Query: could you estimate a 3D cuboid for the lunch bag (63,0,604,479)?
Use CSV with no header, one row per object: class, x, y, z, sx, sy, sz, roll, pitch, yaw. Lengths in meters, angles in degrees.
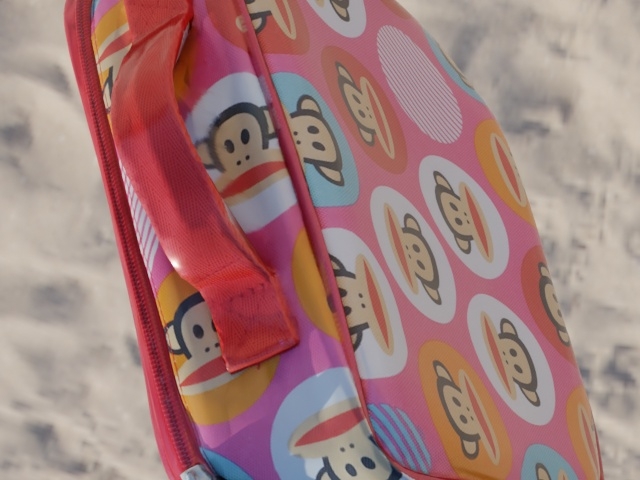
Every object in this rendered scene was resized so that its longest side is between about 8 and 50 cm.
lunch bag,0.000,0.000,0.738,0.120,0.293,0.258,-28,151,23
